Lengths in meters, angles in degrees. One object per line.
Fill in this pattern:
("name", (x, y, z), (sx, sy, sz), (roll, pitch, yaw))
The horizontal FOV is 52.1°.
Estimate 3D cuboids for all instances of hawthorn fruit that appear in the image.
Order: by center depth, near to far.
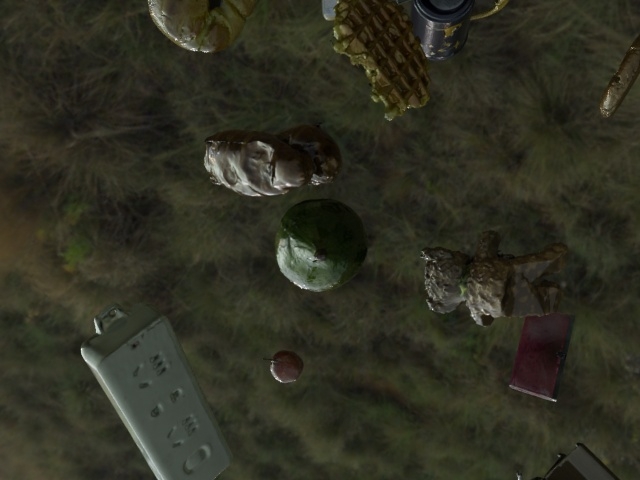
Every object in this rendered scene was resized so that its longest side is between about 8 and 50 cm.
("hawthorn fruit", (-0.081, 0.242, 1.294), (0.066, 0.067, 0.103), (-11, 145, 42))

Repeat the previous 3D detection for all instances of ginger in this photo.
("ginger", (-0.117, -0.204, 1.660), (0.418, 0.254, 0.176), (6, 111, 44))

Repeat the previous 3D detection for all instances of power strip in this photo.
("power strip", (-0.194, 0.217, 0.825), (0.058, 0.098, 0.339), (23, 140, 40))

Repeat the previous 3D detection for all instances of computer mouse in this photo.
("computer mouse", (0.045, -0.684, 1.737), (0.102, 0.044, 0.199), (-3, 89, 30))

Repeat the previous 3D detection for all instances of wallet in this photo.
("wallet", (0.565, 0.282, 1.666), (0.119, 0.232, 0.025), (14, 155, 17))

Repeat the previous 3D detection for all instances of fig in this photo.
("fig", (0.000, 0.000, 1.313), (0.203, 0.203, 0.235), (26, 173, 4))

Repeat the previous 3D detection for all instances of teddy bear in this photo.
("teddy bear", (0.411, 0.091, 1.562), (0.222, 0.296, 0.247), (33, 130, 54))

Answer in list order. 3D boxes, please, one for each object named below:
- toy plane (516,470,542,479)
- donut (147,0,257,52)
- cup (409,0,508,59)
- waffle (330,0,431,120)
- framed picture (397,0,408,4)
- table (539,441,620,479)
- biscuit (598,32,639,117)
("toy plane", (0.361, 0.438, 1.116), (0.060, 0.037, 0.145), (-2, 134, 8))
("donut", (-0.227, -0.509, 1.305), (0.128, 0.262, 0.208), (32, -173, 35))
("cup", (0.360, -0.646, 1.776), (0.178, 0.255, 0.256), (51, -179, 7))
("waffle", (0.136, -0.416, 1.419), (0.058, 0.281, 0.301), (-22, 94, 46))
("framed picture", (0.241, -0.733, 1.541), (0.213, 0.016, 0.289), (-13, 116, 21))
("table", (0.321, 0.340, 0.696), (0.227, 0.167, 0.167), (46, 151, 24))
("biscuit", (0.645, -0.359, 1.362), (0.042, 0.226, 0.226), (32, 147, 19))
